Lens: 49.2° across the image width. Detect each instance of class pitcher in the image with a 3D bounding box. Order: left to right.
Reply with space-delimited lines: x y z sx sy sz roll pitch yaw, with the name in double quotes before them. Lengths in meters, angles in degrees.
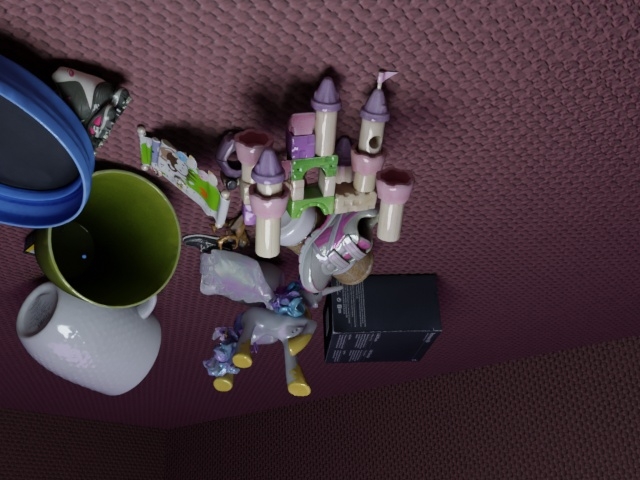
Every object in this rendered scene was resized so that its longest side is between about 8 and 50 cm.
"pitcher" -0.200 0.115 1.894 0.207 0.125 0.178 4 178 9

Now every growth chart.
"growth chart" -0.257 -0.120 1.305 0.237 0.021 0.172 38 155 13

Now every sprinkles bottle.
"sprinkles bottle" 0.000 0.000 1.631 0.121 0.121 0.355 -15 153 25

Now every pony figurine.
"pony figurine" -0.141 0.197 1.677 0.351 0.363 0.302 0 125 14

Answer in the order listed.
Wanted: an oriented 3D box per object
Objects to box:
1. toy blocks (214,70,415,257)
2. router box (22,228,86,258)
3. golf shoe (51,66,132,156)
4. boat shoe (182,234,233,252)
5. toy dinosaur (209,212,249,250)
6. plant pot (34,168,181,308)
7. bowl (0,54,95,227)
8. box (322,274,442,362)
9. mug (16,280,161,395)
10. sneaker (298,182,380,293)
"toy blocks" -0.019 -0.167 1.212 0.289 0.309 0.260 -8 125 -17
"router box" -0.604 0.013 1.692 0.179 0.046 0.133 18 149 -39
"golf shoe" -0.421 -0.203 1.203 0.120 0.105 0.273 31 142 -18
"boat shoe" -0.279 0.012 1.732 0.125 0.038 0.046 6 155 -19
"toy dinosaur" -0.196 -0.036 1.634 0.112 0.064 0.211 -24 163 -20
"plant pot" -0.488 0.006 1.482 0.275 0.274 0.294 18 165 -37
"bowl" -0.556 -0.168 1.137 0.391 0.077 0.391 10 146 7
"box" 0.174 0.245 2.124 0.313 0.178 0.343 0 156 -4
"mug" -0.623 0.224 1.945 0.374 0.276 0.328 -41 138 8
"sneaker" 0.046 0.006 1.491 0.111 0.252 0.103 30 -176 36
